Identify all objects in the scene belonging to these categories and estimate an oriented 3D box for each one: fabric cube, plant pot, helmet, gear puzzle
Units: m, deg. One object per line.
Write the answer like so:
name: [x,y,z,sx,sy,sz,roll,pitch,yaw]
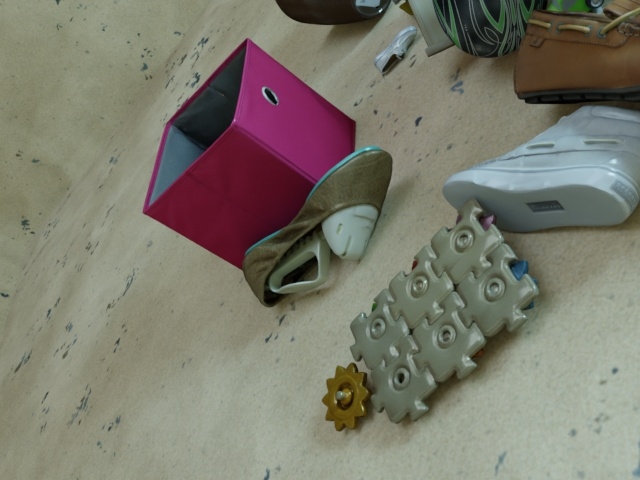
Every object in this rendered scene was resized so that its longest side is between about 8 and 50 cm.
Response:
fabric cube: [-0.113,-0.133,1.305,0.259,0.258,0.254,-37,33,33]
plant pot: [0.042,-0.538,1.564,0.215,0.215,0.230,-55,42,4]
helmet: [0.234,-0.338,1.040,0.169,0.169,0.162,-26,82,44]
gear puzzle: [0.117,0.122,0.903,0.339,0.044,0.175,-49,42,24]

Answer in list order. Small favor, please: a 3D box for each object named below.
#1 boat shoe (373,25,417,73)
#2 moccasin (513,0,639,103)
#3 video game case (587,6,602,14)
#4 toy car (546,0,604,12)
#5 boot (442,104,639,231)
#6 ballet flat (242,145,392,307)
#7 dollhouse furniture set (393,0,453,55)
boat shoe: [0.141,-0.343,1.363,0.100,0.035,0.035,-40,59,21]
moccasin: [0.348,-0.216,0.773,0.380,0.139,0.147,-153,61,-69]
video game case: [0.322,-0.248,0.994,0.087,0.011,0.122,-14,49,51]
toy car: [0.360,-0.353,0.949,0.225,0.053,0.239,-48,24,29]
boot: [0.262,-0.084,0.859,0.258,0.095,0.123,5,56,54]
ballet flat: [0.000,0.000,1.164,0.342,0.116,0.124,-38,53,32]
dollhouse furniture set: [0.251,-0.442,1.256,0.286,0.198,0.303,-24,5,14]
